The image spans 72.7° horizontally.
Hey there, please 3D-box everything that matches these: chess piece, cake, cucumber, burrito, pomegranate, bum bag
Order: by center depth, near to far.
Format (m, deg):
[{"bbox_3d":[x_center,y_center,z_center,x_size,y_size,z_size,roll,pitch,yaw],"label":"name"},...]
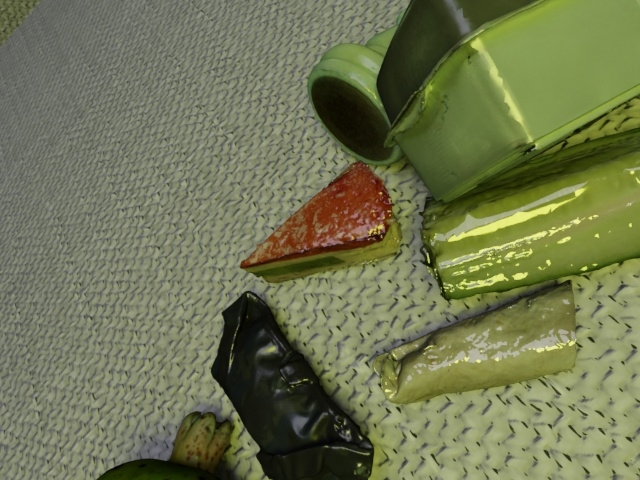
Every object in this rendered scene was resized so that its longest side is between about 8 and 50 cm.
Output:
[{"bbox_3d":[0.267,-0.035,0.446,0.325,0.145,0.105,-22,105,17],"label":"cucumber"},{"bbox_3d":[0.165,0.118,0.458,0.226,0.060,0.087,-23,59,18],"label":"burrito"},{"bbox_3d":[-0.170,0.318,0.496,0.202,0.202,0.248,-8,38,26],"label":"pomegranate"},{"bbox_3d":[-0.055,0.194,0.540,0.310,0.074,0.137,43,106,41],"label":"bum bag"},{"bbox_3d":[0.011,0.011,0.573,0.220,0.086,0.117,-42,53,6],"label":"cake"},{"bbox_3d":[0.133,-0.259,0.603,0.176,0.176,0.298,34,75,35],"label":"chess piece"}]

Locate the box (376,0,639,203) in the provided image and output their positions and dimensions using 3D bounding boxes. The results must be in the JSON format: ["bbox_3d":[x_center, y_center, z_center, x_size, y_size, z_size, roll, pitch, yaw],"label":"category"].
[{"bbox_3d":[0.204,-0.173,0.420,0.290,0.220,0.166,-28,85,-11],"label":"box"}]
